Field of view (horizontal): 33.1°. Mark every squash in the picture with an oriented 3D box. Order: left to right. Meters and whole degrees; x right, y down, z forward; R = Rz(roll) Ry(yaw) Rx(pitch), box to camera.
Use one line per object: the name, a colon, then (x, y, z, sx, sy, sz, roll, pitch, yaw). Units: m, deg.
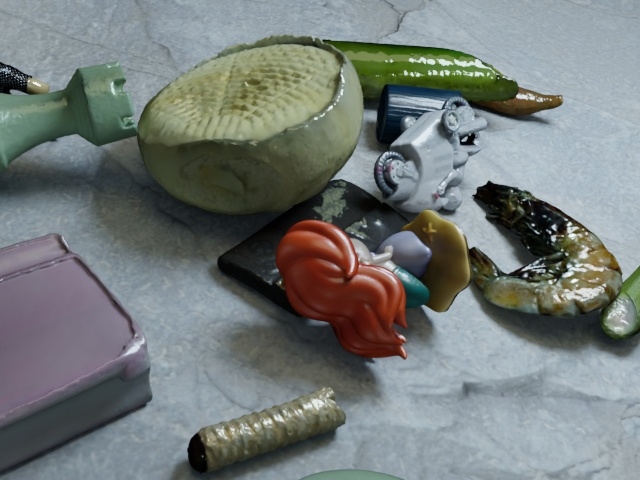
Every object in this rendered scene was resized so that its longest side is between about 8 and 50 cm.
squash: (0.506, 0.088, 1.709, 0.069, 0.069, 0.239, 32, 42, 22)

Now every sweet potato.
sweet potato: (0.321, -0.299, 2.131, 0.314, 0.066, 0.072, 17, 32, 9)

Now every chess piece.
chess piece: (-0.435, -0.181, 1.626, 0.299, 0.195, 0.195, -15, 45, -14)

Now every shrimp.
shrimp: (0.324, 0.012, 1.742, 0.233, 0.071, 0.365, -20, 40, -20)

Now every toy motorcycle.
toy motorcycle: (0.192, -0.126, 1.820, 0.110, 0.171, 0.260, -1, 33, 49)

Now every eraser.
eraser: (-0.421, 0.148, 1.326, 0.359, 0.122, 0.272, -21, 50, -35)

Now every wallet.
wallet: (0.000, 0.000, 1.688, 0.170, 0.044, 0.321, 30, 41, 22)

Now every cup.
cup: (0.174, -0.218, 1.972, 0.138, 0.150, 0.114, 7, 73, -6)

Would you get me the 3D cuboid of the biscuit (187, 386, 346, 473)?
biscuit: (-0.066, 0.238, 1.369, 0.219, 0.055, 0.061, -12, 64, -30)

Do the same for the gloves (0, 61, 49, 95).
gloves: (-0.511, -0.209, 1.771, 0.180, 0.106, 0.129, 34, 35, -21)

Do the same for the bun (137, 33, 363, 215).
bun: (-0.100, -0.164, 1.724, 0.364, 0.202, 0.364, -10, 37, 8)

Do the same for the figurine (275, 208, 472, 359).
figurine: (0.075, 0.061, 1.528, 0.257, 0.208, 0.181, -12, 15, -32)

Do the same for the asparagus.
asparagus: (0.180, -0.318, 2.049, 0.381, 0.108, 0.128, 3, 19, -2)

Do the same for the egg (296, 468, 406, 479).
egg: (0.064, 0.355, 1.149, 0.282, 0.203, 0.203, 25, 40, 6)
